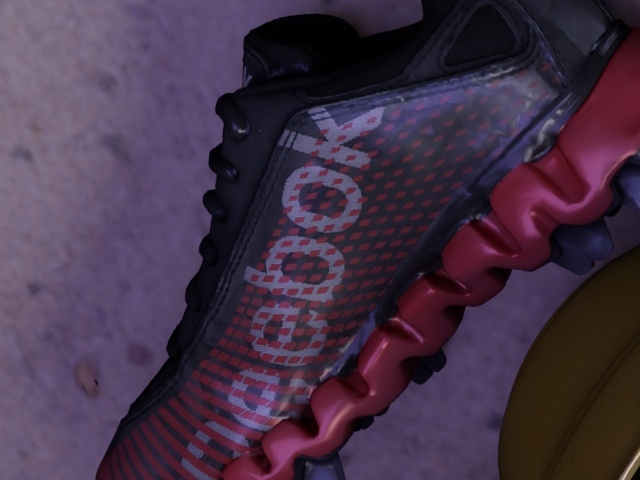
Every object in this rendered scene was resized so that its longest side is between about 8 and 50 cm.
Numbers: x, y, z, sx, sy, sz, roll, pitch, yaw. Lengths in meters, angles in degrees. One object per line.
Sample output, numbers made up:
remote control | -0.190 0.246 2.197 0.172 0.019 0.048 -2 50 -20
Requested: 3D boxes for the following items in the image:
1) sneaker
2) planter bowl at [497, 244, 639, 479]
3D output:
sneaker | 0.000 0.000 0.647 0.135 0.097 0.276 44 112 -2
planter bowl | 0.125 0.063 0.611 0.090 0.217 0.217 40 120 40
